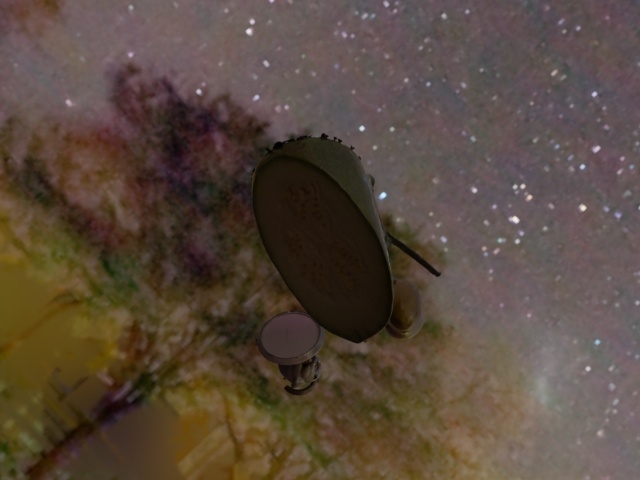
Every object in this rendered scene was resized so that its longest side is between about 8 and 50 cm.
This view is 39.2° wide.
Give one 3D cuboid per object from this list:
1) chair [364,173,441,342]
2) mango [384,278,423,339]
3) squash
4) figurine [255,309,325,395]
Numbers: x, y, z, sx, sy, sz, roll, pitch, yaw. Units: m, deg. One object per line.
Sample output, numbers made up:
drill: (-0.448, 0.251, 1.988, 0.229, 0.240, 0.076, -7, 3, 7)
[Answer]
chair: (0.098, 0.025, 1.801, 0.275, 0.203, 0.190, 47, -44, -14)
mango: (0.135, 0.116, 1.504, 0.161, 0.076, 0.103, 61, 25, -87)
squash: (0.000, 0.000, 1.300, 0.189, 0.189, 0.261, 73, 8, -54)
figurine: (-0.048, 0.226, 1.707, 0.132, 0.132, 0.154, 35, -31, 37)
